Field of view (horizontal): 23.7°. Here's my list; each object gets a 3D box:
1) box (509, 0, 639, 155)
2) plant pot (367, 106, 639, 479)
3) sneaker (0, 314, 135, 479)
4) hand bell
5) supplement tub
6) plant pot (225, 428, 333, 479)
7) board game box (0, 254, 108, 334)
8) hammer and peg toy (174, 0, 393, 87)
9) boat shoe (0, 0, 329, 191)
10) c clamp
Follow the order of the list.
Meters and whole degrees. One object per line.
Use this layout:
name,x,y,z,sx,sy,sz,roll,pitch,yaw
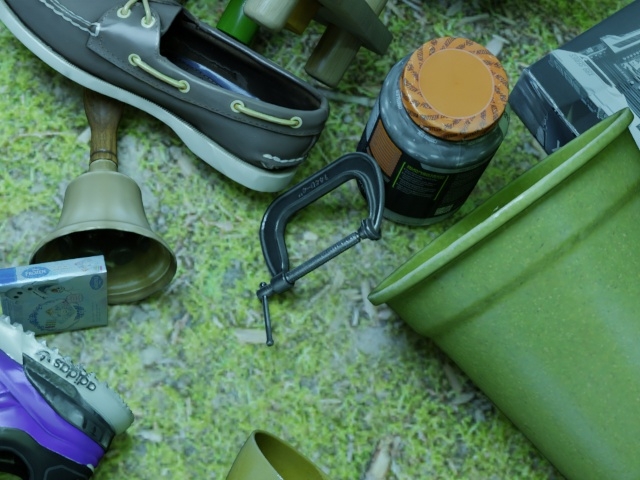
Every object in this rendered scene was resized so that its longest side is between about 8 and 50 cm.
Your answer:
box,0.375,-0.131,1.477,0.307,0.076,0.242,-31,76,-19
plant pot,0.224,0.068,1.295,0.276,0.276,0.254,-37,90,-20
sneaker,-0.312,0.122,1.254,0.293,0.102,0.146,31,68,4
hand bell,-0.193,-0.077,1.364,0.126,0.126,0.242,1,57,-9
supplement tub,0.100,-0.097,1.358,0.117,0.190,0.117,3,69,-9
plant pot,-0.036,0.235,1.252,0.134,0.134,0.095,43,95,8
board game box,-0.228,0.049,1.301,0.090,0.090,0.020,-7,58,-12
hammer and peg toy,-0.117,-0.282,1.352,0.361,0.266,0.127,30,90,17
boat shoe,-0.143,-0.169,1.365,0.324,0.096,0.116,33,35,-3
c clamp,0.000,0.000,1.352,0.161,0.022,0.137,-36,49,23
